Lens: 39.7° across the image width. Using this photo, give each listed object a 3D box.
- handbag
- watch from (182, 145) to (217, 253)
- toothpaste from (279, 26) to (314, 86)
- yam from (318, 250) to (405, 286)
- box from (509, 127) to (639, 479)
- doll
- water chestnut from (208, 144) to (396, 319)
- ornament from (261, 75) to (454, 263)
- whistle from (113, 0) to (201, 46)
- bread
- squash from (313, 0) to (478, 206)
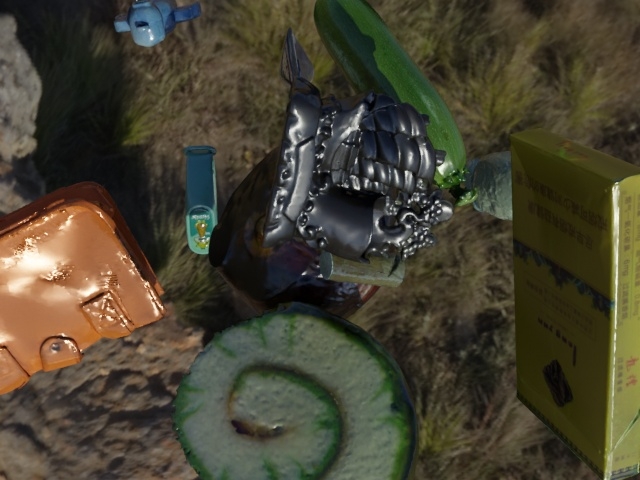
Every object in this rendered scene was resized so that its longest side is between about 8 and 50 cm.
[{"bbox_3d":[-0.517,0.100,1.587,0.410,0.116,0.304,-26,118,-3],"label":"handbag"},{"bbox_3d":[-0.242,-0.087,1.833,0.068,0.237,0.195,-2,46,-3],"label":"watch"},{"bbox_3d":[-0.049,-0.338,1.735,0.073,0.299,0.114,-7,95,0],"label":"toothpaste"},{"bbox_3d":[0.063,0.038,1.282,0.132,0.054,0.054,7,68,-26],"label":"yam"},{"bbox_3d":[0.220,0.053,0.772,0.040,0.153,0.279,-14,114,-16],"label":"box"},{"bbox_3d":[0.280,-0.083,1.338,0.071,0.214,0.104,6,95,-31],"label":"doll"},{"bbox_3d":[0.000,0.000,1.530,0.347,0.335,0.335,28,58,-42],"label":"water chestnut"},{"bbox_3d":[0.064,-0.080,1.159,0.260,0.251,0.106,7,29,-9],"label":"ornament"},{"bbox_3d":[-0.339,-0.457,1.806,0.269,0.180,0.093,-84,164,-67],"label":"whistle"},{"bbox_3d":[-0.040,0.290,1.303,0.366,0.129,0.382,15,71,13],"label":"bread"},{"bbox_3d":[0.108,-0.211,1.267,0.101,0.101,0.379,-25,78,-35],"label":"squash"}]
